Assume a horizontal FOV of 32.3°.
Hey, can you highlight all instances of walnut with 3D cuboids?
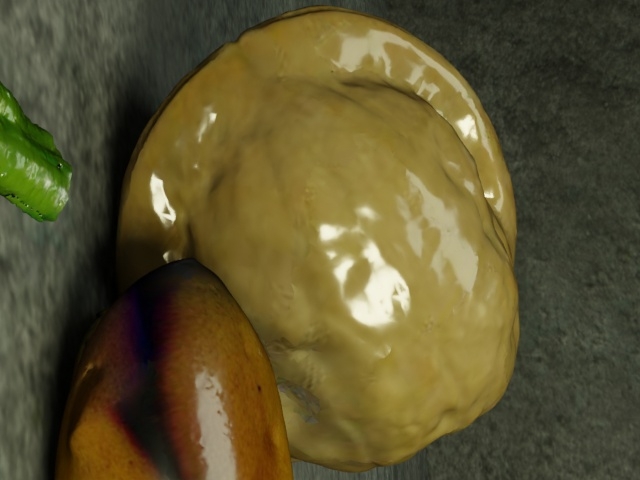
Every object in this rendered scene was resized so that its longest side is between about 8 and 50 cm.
[{"bbox_3d":[0.001,0.009,0.963,0.383,0.384,0.383,-9,90,-78],"label":"walnut"}]

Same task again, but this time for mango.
[{"bbox_3d":[-0.101,0.160,0.744,0.201,0.153,0.287,16,62,-64],"label":"mango"}]

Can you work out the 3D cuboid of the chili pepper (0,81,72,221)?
[{"bbox_3d":[-0.219,-0.114,0.561,0.359,0.076,0.085,67,-1,-63],"label":"chili pepper"}]
